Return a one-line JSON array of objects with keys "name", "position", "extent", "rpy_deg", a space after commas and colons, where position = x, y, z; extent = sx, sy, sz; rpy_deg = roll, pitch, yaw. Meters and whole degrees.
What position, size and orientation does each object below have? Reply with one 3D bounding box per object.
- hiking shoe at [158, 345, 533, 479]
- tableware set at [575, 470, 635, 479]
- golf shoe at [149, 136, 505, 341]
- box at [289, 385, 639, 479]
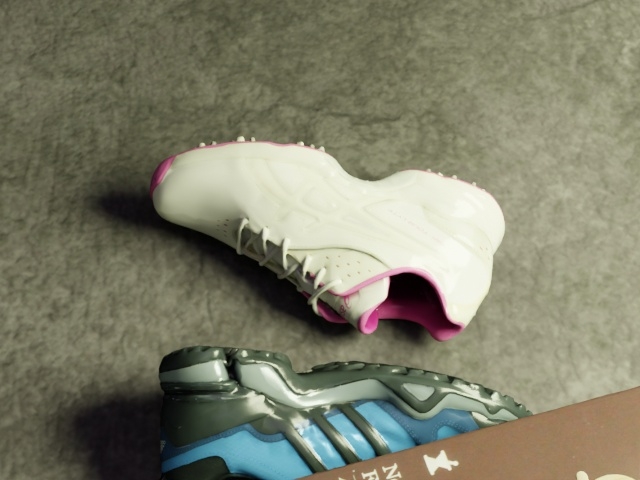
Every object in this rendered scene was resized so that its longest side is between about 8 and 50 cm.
[{"name": "hiking shoe", "position": [0.017, 0.160, 1.251], "extent": [0.304, 0.113, 0.132], "rpy_deg": [7, 86, -7]}, {"name": "tableware set", "position": [0.248, 0.227, 1.093], "extent": [0.169, 0.020, 0.141], "rpy_deg": [0, 58, -5]}, {"name": "golf shoe", "position": [0.000, 0.000, 1.334], "extent": [0.306, 0.115, 0.140], "rpy_deg": [9, 60, 3]}, {"name": "box", "position": [0.132, 0.249, 1.162], "extent": [0.381, 0.143, 0.191], "rpy_deg": [-13, 59, -15]}]
